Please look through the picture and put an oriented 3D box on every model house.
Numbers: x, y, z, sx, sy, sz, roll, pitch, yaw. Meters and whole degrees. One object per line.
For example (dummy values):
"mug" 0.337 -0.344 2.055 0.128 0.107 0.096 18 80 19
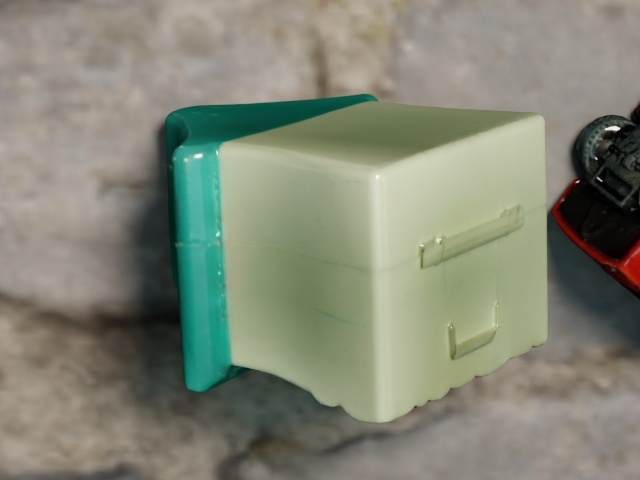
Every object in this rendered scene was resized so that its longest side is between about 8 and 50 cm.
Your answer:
"model house" 0.000 0.000 0.789 0.127 0.149 0.100 -19 114 -50

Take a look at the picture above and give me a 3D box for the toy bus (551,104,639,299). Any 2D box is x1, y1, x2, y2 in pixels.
"toy bus" 0.192 -0.053 0.831 0.089 0.081 0.195 39 95 -26
